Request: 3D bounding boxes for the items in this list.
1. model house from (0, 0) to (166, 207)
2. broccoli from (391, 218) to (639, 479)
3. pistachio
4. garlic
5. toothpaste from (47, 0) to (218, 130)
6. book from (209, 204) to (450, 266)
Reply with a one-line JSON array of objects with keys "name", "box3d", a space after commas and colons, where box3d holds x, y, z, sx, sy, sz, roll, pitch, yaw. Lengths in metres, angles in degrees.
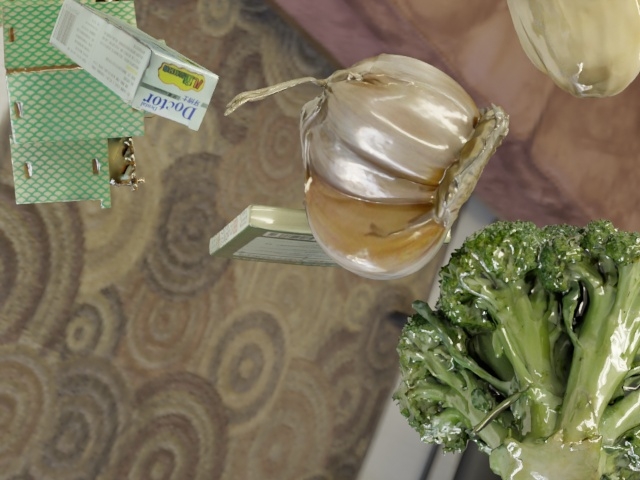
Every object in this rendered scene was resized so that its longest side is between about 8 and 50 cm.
[{"name": "model house", "box3d": [-0.244, -0.169, 1.252, 0.178, 0.206, 0.271, -2, 91, -9]}, {"name": "broccoli", "box3d": [0.217, 0.123, 1.161, 0.283, 0.303, 0.321, -72, 164, -55]}, {"name": "pistachio", "box3d": [0.280, -0.250, 1.300, 0.117, 0.145, 0.201, -21, 90, -45]}, {"name": "garlic", "box3d": [0.057, -0.083, 1.033, 0.256, 0.207, 0.207, 24, 84, -52]}, {"name": "toothpaste", "box3d": [-0.113, -0.107, 0.701, 0.046, 0.164, 0.034, 18, 100, -33]}, {"name": "book", "box3d": [0.000, 0.000, 1.275, 0.201, 0.264, 0.027, 3, 82, -12]}]
